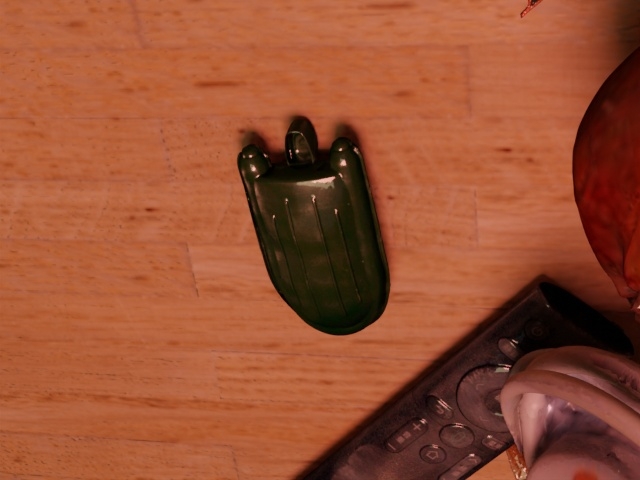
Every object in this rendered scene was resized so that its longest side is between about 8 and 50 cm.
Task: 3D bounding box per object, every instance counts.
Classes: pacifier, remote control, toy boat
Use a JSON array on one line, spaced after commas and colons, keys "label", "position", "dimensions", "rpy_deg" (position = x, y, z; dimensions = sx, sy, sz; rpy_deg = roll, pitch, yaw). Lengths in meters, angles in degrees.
[{"label": "pacifier", "position": [0.282, 0.151, 0.945], "dimensions": [0.299, 0.233, 0.244], "rpy_deg": [24, 138, 48]}, {"label": "remote control", "position": [0.111, 0.172, 1.121], "dimensions": [0.107, 0.044, 0.377], "rpy_deg": [31, 128, -19]}, {"label": "toy boat", "position": [0.000, 0.000, 1.009], "dimensions": [0.104, 0.052, 0.210], "rpy_deg": [-5, 127, 14]}]

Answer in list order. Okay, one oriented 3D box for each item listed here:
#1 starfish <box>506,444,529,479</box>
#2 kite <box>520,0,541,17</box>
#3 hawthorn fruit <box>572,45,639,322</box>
[{"label": "starfish", "position": [0.254, 0.265, 1.151], "dimensions": [0.238, 0.057, 0.213], "rpy_deg": [30, 121, -11]}, {"label": "kite", "position": [0.169, -0.246, 0.803], "dimensions": [0.189, 0.009, 0.232], "rpy_deg": [2, 128, 11]}, {"label": "hawthorn fruit", "position": [0.321, -0.035, 0.772], "dimensions": [0.308, 0.324, 0.308], "rpy_deg": [43, 157, 23]}]
